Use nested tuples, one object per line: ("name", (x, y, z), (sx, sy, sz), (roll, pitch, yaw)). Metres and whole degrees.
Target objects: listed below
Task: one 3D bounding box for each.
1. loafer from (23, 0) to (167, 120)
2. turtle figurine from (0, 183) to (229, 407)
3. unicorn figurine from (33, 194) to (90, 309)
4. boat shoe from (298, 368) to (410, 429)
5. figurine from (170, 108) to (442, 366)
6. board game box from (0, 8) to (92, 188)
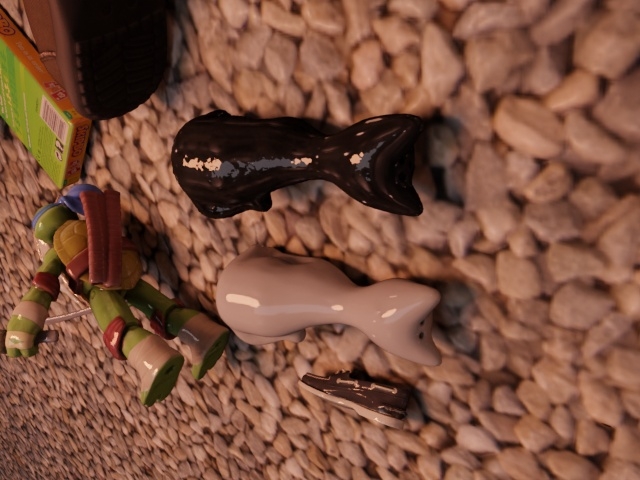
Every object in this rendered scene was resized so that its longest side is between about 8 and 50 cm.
("loafer", (-0.197, -0.266, 0.466), (0.130, 0.134, 0.366), (37, 135, 19))
("turtle figurine", (-0.264, 0.099, 0.721), (0.266, 0.274, 0.198), (34, 168, 17))
("unicorn figurine", (-0.361, 0.037, 0.866), (0.111, 0.060, 0.162), (39, 135, 17))
("boat shoe", (0.031, 0.143, 0.587), (0.125, 0.038, 0.046), (8, 162, 46))
("figurine", (0.000, 0.000, 0.495), (0.209, 0.092, 0.215), (6, 120, 36))
("board game box", (-0.377, -0.197, 0.752), (0.259, 0.039, 0.124), (47, 138, 7))
